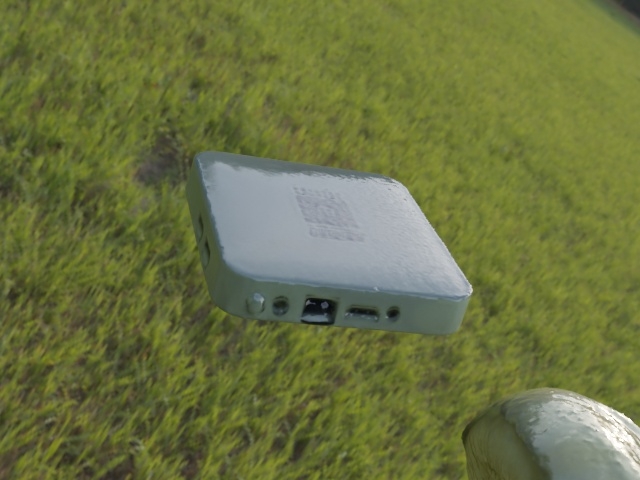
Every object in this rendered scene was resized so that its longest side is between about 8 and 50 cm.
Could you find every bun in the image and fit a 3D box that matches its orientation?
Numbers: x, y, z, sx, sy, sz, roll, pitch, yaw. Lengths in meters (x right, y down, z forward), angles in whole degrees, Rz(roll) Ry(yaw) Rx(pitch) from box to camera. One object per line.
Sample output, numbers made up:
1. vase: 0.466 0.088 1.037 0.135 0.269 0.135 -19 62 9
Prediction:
1. bun: 0.284 0.329 0.934 0.202 0.365 0.364 -9 33 -4

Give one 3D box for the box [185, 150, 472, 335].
1. box: 0.000 0.000 1.309 0.367 0.091 0.373 6 31 -19
